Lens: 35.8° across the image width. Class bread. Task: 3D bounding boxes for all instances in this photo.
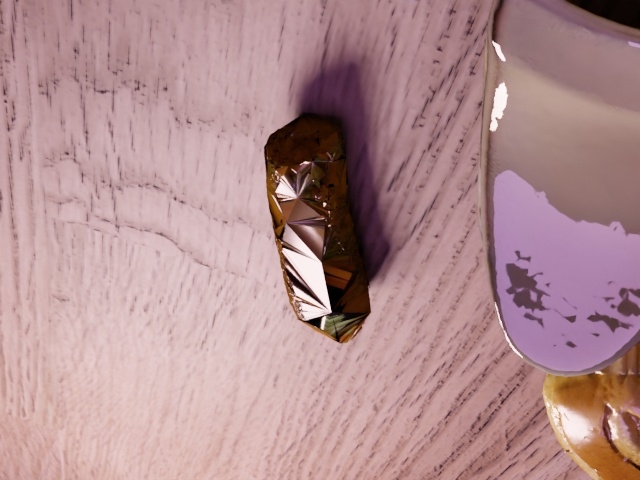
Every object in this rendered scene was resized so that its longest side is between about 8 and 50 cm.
[{"bbox_3d":[0.273,0.151,0.786,0.140,0.106,0.236,-19,132,43],"label":"bread"}]

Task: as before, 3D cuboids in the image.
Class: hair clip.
[{"bbox_3d":[0.166,-0.033,0.577,0.172,0.113,0.282,12,132,7],"label":"hair clip"}]

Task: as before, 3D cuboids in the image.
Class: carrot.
[{"bbox_3d":[-0.001,-0.001,0.729,0.069,0.069,0.228,7,144,14],"label":"carrot"}]
